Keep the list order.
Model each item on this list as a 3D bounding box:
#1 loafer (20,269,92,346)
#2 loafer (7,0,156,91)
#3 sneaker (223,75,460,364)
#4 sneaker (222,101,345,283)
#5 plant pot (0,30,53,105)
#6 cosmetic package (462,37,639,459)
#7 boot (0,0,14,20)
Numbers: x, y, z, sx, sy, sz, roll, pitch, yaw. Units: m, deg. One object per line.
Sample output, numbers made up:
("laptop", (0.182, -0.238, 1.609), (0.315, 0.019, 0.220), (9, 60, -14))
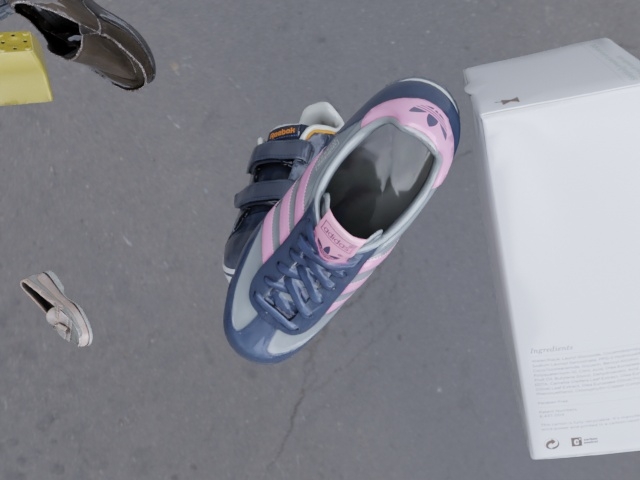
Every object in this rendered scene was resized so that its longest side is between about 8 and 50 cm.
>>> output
("loafer", (-0.316, 0.085, 0.852), (0.039, 0.125, 0.045), (-11, 134, -44))
("loafer", (-0.280, -0.232, 0.825), (0.220, 0.080, 0.078), (39, 49, -50))
("sneaker", (0.000, 0.000, 0.616), (0.112, 0.131, 0.319), (33, 111, -2))
("sneaker", (-0.049, -0.072, 0.945), (0.321, 0.126, 0.127), (-57, 133, -48))
("plant pot", (-0.441, -0.258, 1.044), (0.081, 0.081, 0.083), (-9, 145, -20))
("cosmetic package", (0.245, 0.009, 0.707), (0.155, 0.197, 0.365), (-9, 115, 11))
("boot", (-0.624, -0.575, 1.422), (0.246, 0.094, 0.207), (-30, 123, -4))
